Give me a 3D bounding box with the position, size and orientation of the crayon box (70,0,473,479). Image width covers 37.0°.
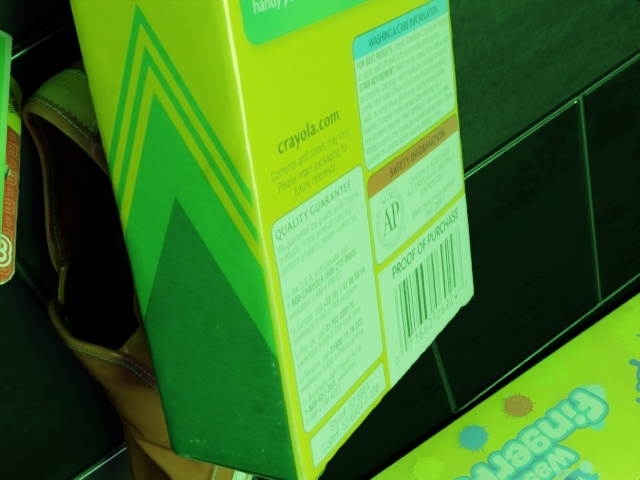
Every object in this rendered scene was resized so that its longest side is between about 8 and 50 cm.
[{"bbox_3d":[-0.010,-0.080,0.455,0.203,0.083,0.323,-38,127,-51],"label":"crayon box"}]

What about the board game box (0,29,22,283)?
[{"bbox_3d":[-0.221,-0.074,0.371,0.039,0.124,0.259,-24,148,29],"label":"board game box"}]

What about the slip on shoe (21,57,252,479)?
[{"bbox_3d":[-0.104,0.046,0.546,0.101,0.123,0.331,-28,131,-38],"label":"slip on shoe"}]

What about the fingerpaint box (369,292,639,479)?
[{"bbox_3d":[0.254,0.296,0.993,0.444,0.163,0.371,-32,137,-15],"label":"fingerpaint box"}]
